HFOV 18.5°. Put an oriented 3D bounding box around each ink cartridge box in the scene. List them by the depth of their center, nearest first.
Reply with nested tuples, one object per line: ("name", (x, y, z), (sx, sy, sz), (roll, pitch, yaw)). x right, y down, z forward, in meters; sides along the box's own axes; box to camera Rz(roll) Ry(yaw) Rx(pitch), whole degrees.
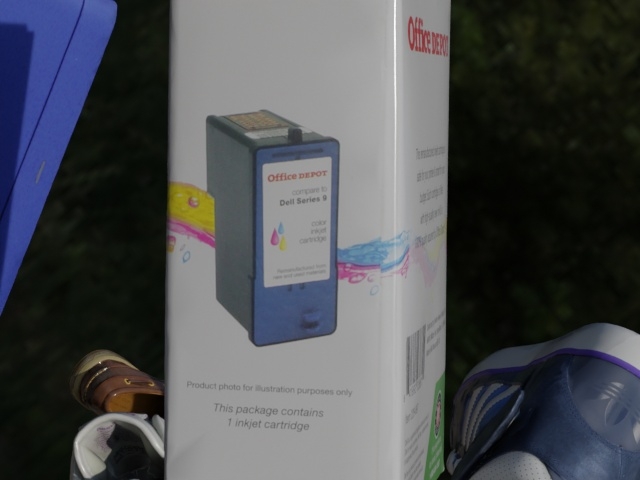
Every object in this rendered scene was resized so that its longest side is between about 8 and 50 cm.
("ink cartridge box", (0.000, 0.000, 0.785), (0.154, 0.093, 0.212), (-22, 115, -78))

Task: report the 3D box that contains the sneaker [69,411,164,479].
("sneaker", (-0.103, 0.163, 1.340), (0.305, 0.114, 0.152), (-101, 170, -75))

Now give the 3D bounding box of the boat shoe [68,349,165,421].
("boat shoe", (-0.132, 0.149, 1.658), (0.178, 0.064, 0.060), (28, 7, -40))

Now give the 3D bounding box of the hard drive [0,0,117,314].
("hard drive", (-0.242, -0.079, 0.974), (0.040, 0.210, 0.318), (19, -4, 34))

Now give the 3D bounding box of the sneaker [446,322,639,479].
("sneaker", (0.132, 0.201, 1.493), (0.130, 0.236, 0.323), (39, -26, -4))
